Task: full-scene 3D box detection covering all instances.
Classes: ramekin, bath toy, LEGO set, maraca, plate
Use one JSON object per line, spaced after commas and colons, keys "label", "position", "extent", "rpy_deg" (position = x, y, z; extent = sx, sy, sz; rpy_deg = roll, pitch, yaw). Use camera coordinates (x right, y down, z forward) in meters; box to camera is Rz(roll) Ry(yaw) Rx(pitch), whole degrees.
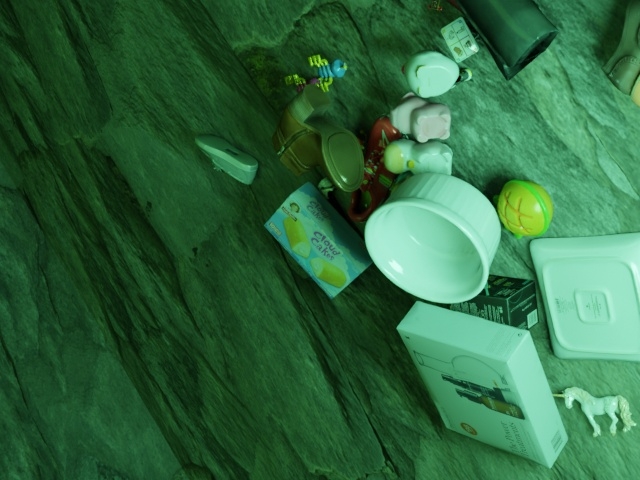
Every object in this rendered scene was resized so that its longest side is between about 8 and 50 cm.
{"label": "ramekin", "position": [0.245, -0.011, 1.763], "extent": [0.277, 0.135, 0.277], "rpy_deg": [22, 142, 19]}
{"label": "bath toy", "position": [0.214, -0.251, 1.792], "extent": [0.129, 0.151, 0.348], "rpy_deg": [-94, 3, -55]}
{"label": "LEGO set", "position": [0.296, -0.503, 1.653], "extent": [0.182, 0.060, 0.244], "rpy_deg": [-29, 87, 24]}
{"label": "maraca", "position": [0.412, -0.062, 1.718], "extent": [0.127, 0.099, 0.185], "rpy_deg": [63, 164, 4]}
{"label": "plate", "position": [0.561, 0.127, 1.689], "extent": [0.278, 0.045, 0.277], "rpy_deg": [-4, 106, 47]}

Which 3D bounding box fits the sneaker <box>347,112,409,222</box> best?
{"label": "sneaker", "position": [0.127, -0.156, 1.940], "extent": [0.107, 0.118, 0.279], "rpy_deg": [32, 129, 31]}

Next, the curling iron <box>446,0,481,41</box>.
{"label": "curling iron", "position": [0.244, -0.504, 1.721], "extent": [0.274, 0.035, 0.068], "rpy_deg": [50, 136, 17]}

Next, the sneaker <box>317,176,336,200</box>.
{"label": "sneaker", "position": [0.005, -0.112, 2.145], "extent": [0.044, 0.040, 0.109], "rpy_deg": [46, 135, 17]}

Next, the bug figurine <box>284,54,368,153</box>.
{"label": "bug figurine", "position": [0.017, -0.314, 2.014], "extent": [0.216, 0.072, 0.279], "rpy_deg": [8, 118, 50]}

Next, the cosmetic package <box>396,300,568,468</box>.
{"label": "cosmetic package", "position": [0.359, 0.317, 1.837], "extent": [0.284, 0.097, 0.377], "rpy_deg": [15, 144, 44]}

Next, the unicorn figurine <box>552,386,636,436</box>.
{"label": "unicorn figurine", "position": [0.584, 0.360, 1.772], "extent": [0.162, 0.060, 0.111], "rpy_deg": [-19, 85, 34]}

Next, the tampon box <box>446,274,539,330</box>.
{"label": "tampon box", "position": [0.375, 0.144, 1.827], "extent": [0.161, 0.120, 0.101], "rpy_deg": [7, 113, 44]}

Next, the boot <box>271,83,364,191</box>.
{"label": "boot", "position": [-0.019, -0.200, 1.971], "extent": [0.283, 0.109, 0.220], "rpy_deg": [60, 145, 11]}

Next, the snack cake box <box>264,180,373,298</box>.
{"label": "snack cake box", "position": [0.000, 0.000, 2.132], "extent": [0.264, 0.089, 0.152], "rpy_deg": [47, 137, 3]}

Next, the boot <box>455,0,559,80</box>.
{"label": "boot", "position": [0.241, -0.505, 1.445], "extent": [0.146, 0.367, 0.445], "rpy_deg": [-31, 85, 16]}

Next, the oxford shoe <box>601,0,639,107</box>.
{"label": "oxford shoe", "position": [0.577, -0.395, 1.370], "extent": [0.133, 0.130, 0.364], "rpy_deg": [46, 135, 29]}

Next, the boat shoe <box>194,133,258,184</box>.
{"label": "boat shoe", "position": [-0.272, -0.225, 2.342], "extent": [0.227, 0.079, 0.081], "rpy_deg": [32, 124, 28]}

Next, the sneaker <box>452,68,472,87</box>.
{"label": "sneaker", "position": [0.278, -0.341, 1.762], "extent": [0.083, 0.035, 0.031], "rpy_deg": [-20, 93, 48]}
